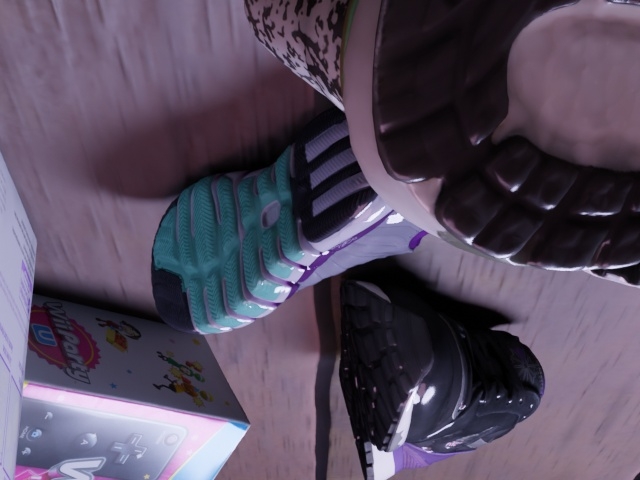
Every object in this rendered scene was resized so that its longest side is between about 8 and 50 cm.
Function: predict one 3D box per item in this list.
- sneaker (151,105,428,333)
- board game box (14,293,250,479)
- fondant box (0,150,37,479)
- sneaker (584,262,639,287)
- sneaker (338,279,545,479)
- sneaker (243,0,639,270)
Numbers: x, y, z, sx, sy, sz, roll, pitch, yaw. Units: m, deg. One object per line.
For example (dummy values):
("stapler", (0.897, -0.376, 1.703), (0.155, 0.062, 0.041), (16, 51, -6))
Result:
("sneaker", (0.000, 0.000, 1.006), (0.098, 0.083, 0.224), (7, 162, -33))
("board game box", (-0.231, 0.141, 1.258), (0.303, 0.097, 0.224), (14, 120, -38))
("fondant box", (-0.211, 0.115, 0.973), (0.096, 0.330, 0.238), (2, 162, 0))
("sneaker", (0.208, -0.005, 0.958), (0.234, 0.078, 0.106), (3, 168, 15))
("sneaker", (0.081, 0.077, 1.253), (0.124, 0.107, 0.283), (-12, 167, -4))
("sneaker", (0.146, -0.066, 0.772), (0.410, 0.158, 0.182), (13, -170, -37))
